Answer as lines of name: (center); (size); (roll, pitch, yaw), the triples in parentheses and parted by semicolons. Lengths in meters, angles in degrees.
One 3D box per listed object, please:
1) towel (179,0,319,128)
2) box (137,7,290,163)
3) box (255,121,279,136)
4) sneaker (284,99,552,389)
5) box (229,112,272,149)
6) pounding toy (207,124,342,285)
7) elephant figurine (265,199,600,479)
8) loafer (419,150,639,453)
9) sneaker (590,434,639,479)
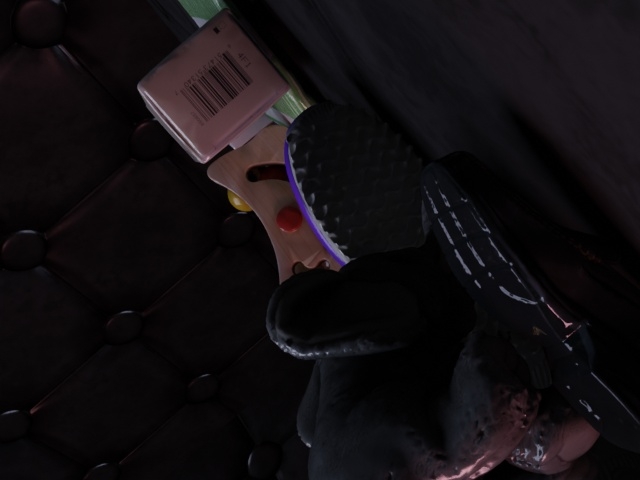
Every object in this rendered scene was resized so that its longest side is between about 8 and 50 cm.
towel: (-0.103, -0.242, 0.994); (0.325, 0.038, 0.248); (52, 177, -23)
box: (-0.113, -0.146, 0.929); (0.094, 0.113, 0.275); (49, 178, -9)
box: (-0.001, -0.091, 1.466); (0.293, 0.057, 0.201); (48, 179, 41)
sneaker: (0.059, 0.021, 0.767); (0.293, 0.102, 0.146); (50, 161, -10)
box: (-0.107, -0.188, 1.190); (0.101, 0.102, 0.087); (51, 177, -17)
pounding toy: (0.000, 0.000, 1.056); (0.269, 0.154, 0.155); (39, -179, 17)
elephant figurine: (0.044, 0.075, 0.562); (0.185, 0.169, 0.239); (10, -150, -35)
loafer: (0.116, 0.020, 0.440); (0.170, 0.061, 0.062); (50, 162, -3)
sneaker: (0.151, 0.239, 0.667); (0.349, 0.148, 0.131); (2, -153, -37)
